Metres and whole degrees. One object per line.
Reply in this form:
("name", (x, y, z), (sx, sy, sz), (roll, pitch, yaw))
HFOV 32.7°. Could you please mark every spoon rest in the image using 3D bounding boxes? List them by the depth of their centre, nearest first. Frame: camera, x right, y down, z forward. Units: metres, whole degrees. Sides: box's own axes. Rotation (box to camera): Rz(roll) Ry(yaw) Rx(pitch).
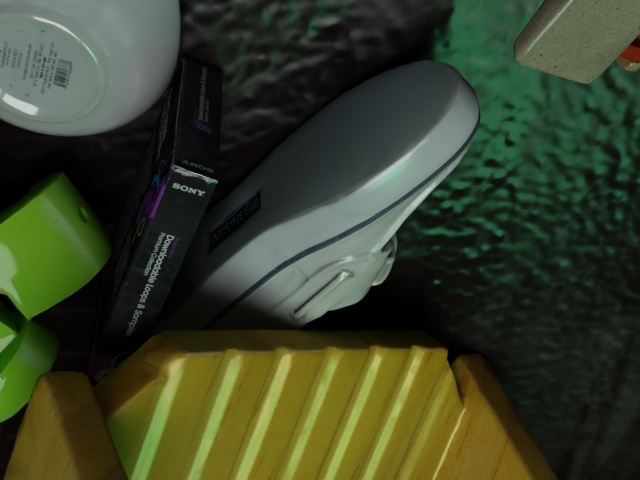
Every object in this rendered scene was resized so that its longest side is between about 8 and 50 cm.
("spoon rest", (-0.119, -0.155, 0.547), (0.137, 0.084, 0.276), (19, 138, -13))

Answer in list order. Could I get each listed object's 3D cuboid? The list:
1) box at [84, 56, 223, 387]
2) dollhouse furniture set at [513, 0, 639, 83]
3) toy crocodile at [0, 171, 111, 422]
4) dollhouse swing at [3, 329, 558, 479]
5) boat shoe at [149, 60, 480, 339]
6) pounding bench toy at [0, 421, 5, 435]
("box", (-0.095, -0.009, 0.622), (0.029, 0.116, 0.162), (16, 126, -16))
("dollhouse furniture set", (0.093, -0.157, 0.444), (0.259, 0.262, 0.135), (4, 137, -45))
("toy crocodile", (-0.260, 0.092, 0.632), (0.340, 0.105, 0.115), (-47, 116, 1))
("dollhouse swing", (0.027, 0.259, 0.588), (0.347, 0.305, 0.315), (5, 113, -42))
("boat shoe", (0.000, 0.000, 0.645), (0.088, 0.096, 0.267), (35, 120, -29))
("pounding bench toy", (-0.259, 0.103, 0.744), (0.065, 0.052, 0.083), (-3, 127, 2))
